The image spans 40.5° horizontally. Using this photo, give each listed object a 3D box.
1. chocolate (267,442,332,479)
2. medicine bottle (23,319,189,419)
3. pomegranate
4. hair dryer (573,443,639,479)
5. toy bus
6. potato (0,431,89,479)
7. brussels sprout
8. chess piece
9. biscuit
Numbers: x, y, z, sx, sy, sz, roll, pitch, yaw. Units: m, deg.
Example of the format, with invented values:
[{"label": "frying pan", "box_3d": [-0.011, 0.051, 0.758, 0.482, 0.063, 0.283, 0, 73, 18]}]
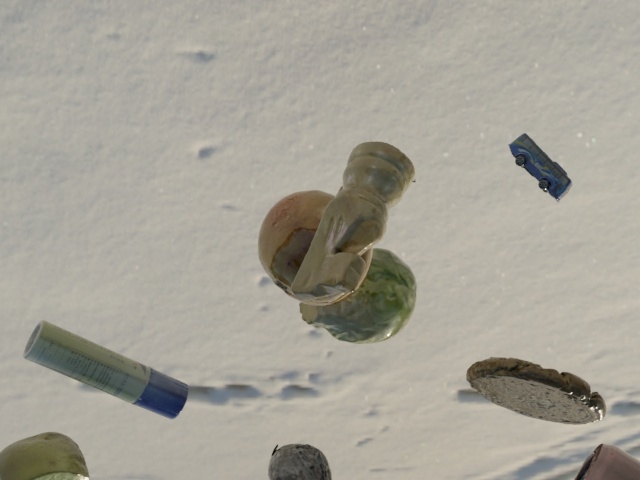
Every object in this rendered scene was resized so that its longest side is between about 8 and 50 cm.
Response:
[{"label": "chocolate", "box_3d": [-0.011, 0.433, 1.404, 0.110, 0.248, 0.110, -14, 140, -12]}, {"label": "medicine bottle", "box_3d": [-0.299, 0.185, 1.225, 0.231, 0.059, 0.059, 29, 136, -23]}, {"label": "pomegranate", "box_3d": [0.000, 0.000, 1.879, 0.252, 0.270, 0.229, 40, 165, -18]}, {"label": "hair dryer", "box_3d": [0.419, 0.287, 0.968, 0.210, 0.125, 0.352, 32, 148, 15]}, {"label": "toy bus", "box_3d": [0.444, -0.148, 1.756, 0.061, 0.153, 0.051, -44, 161, 12]}, {"label": "potato", "box_3d": [-0.444, 0.331, 1.347, 0.081, 0.149, 0.120, -52, 143, -4]}, {"label": "brussels sprout", "box_3d": [0.110, 0.140, 2.250, 0.274, 0.242, 0.316, 10, -162, 35]}, {"label": "chess piece", "box_3d": [0.052, -0.023, 1.493, 0.137, 0.301, 0.137, 22, 153, 12]}, {"label": "biscuit", "box_3d": [0.347, 0.242, 1.405, 0.226, 0.042, 0.226, 19, 157, 8]}]
